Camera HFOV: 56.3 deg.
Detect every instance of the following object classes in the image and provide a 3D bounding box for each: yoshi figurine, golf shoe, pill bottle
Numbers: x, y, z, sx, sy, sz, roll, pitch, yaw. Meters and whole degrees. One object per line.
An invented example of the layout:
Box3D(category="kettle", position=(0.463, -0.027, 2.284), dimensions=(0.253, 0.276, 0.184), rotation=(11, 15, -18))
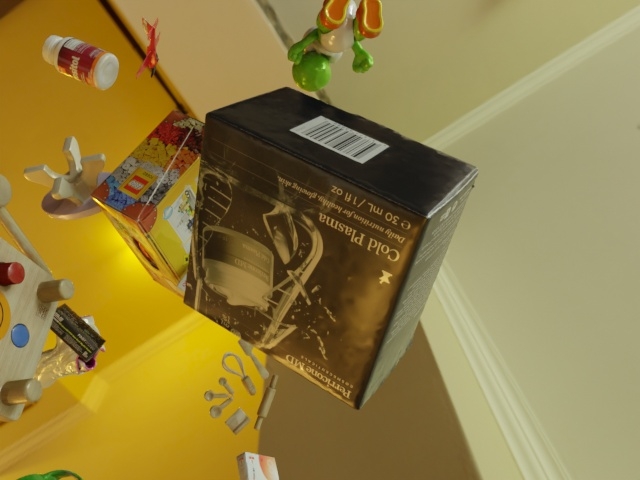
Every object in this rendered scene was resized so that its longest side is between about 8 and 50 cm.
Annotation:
Box3D(category="yoshi figurine", position=(0.021, -0.506, 1.596), dimensions=(0.203, 0.204, 0.362), rotation=(-36, -173, -19))
Box3D(category="golf shoe", position=(-0.751, 0.361, 1.778), dimensions=(0.306, 0.140, 0.115), rotation=(-48, 165, 23))
Box3D(category="pill bottle", position=(-0.545, -0.407, 1.356), dimensions=(0.086, 0.151, 0.086), rotation=(23, 90, -83))

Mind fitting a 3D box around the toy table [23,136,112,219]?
Box3D(category="toy table", position=(-0.764, -0.181, 1.853), dimensions=(0.274, 0.161, 0.252), rotation=(-20, -130, -2))

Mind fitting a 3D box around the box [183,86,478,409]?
Box3D(category="box", position=(0.000, 0.000, 1.260), dimensions=(0.479, 0.472, 0.297), rotation=(27, -145, 20))

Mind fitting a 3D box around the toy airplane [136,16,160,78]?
Box3D(category="toy airplane", position=(-0.377, -0.433, 1.334), dimensions=(0.151, 0.028, 0.151), rotation=(-167, -90, -89))

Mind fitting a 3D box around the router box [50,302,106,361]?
Box3D(category="router box", position=(-0.501, 0.187, 1.222), dimensions=(0.038, 0.122, 0.092), rotation=(-46, -172, -8))

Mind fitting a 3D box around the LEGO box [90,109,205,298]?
Box3D(category="LEGO box", position=(-0.434, -0.091, 1.896), dimensions=(0.193, 0.500, 0.373), rotation=(27, -115, 22))

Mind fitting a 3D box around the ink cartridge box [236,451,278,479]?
Box3D(category="ink cartridge box", position=(-0.172, 0.717, 1.747), dimensions=(0.045, 0.145, 0.179), rotation=(-36, -129, 16))

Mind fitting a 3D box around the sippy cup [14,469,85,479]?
Box3D(category="sippy cup", position=(-0.705, 0.742, 1.473), dimensions=(0.306, 0.224, 0.240), rotation=(-62, 155, 6))

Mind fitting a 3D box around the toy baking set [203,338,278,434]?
Box3D(category="toy baking set", position=(-0.213, 0.413, 1.683), dimensions=(0.030, 0.196, 0.256), rotation=(-2, -119, 62))

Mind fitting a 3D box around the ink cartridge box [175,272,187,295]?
Box3D(category="ink cartridge box", position=(-0.341, 0.147, 1.851), dimensions=(0.127, 0.175, 0.072), rotation=(-57, -175, -18))

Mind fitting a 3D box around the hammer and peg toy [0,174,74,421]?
Box3D(category="hammer and peg toy", position=(-0.512, 0.074, 0.951), dimensions=(0.127, 0.266, 0.362), rotation=(-10, -128, 17))
